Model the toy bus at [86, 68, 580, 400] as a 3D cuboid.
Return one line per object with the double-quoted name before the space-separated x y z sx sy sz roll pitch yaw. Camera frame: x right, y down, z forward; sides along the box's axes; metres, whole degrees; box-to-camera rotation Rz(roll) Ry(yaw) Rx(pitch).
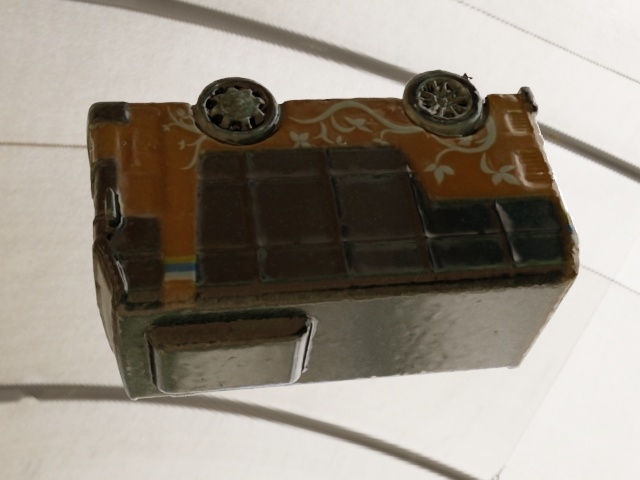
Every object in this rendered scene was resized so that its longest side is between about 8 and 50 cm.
"toy bus" 0.000 0.000 0.530 0.275 0.167 0.138 -2 -34 -10
